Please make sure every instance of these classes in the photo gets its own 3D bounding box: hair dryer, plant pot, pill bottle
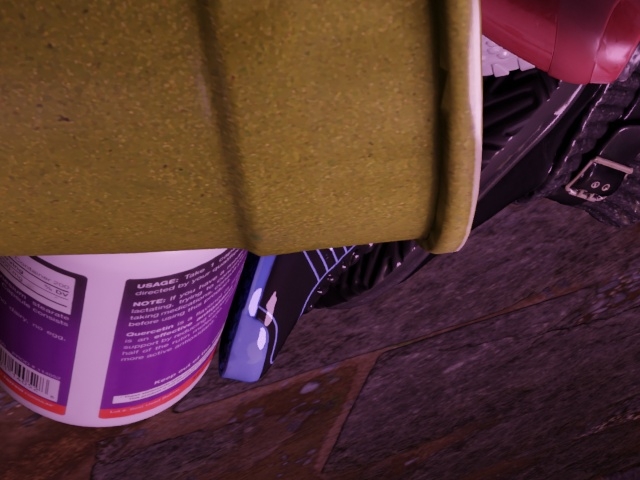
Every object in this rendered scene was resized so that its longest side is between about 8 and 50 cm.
[{"bbox_3d":[0.168,-0.208,0.914,0.293,0.223,0.080,-13,-176,7],"label":"hair dryer"},{"bbox_3d":[-0.157,-0.143,0.523,0.353,0.366,0.366,-11,155,-3],"label":"plant pot"},{"bbox_3d":[-0.132,-0.019,0.957,0.181,0.181,0.323,-15,155,-21],"label":"pill bottle"}]

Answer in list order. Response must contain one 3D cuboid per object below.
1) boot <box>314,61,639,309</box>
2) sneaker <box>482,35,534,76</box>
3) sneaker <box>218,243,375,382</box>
[{"bbox_3d":[0.148,-0.053,1.217,0.348,0.131,0.260,-39,153,28],"label":"boot"},{"bbox_3d":[0.131,-0.173,1.022,0.235,0.094,0.090,-8,164,10],"label":"sneaker"},{"bbox_3d":[0.000,0.000,1.078,0.090,0.232,0.081,21,175,-11],"label":"sneaker"}]
